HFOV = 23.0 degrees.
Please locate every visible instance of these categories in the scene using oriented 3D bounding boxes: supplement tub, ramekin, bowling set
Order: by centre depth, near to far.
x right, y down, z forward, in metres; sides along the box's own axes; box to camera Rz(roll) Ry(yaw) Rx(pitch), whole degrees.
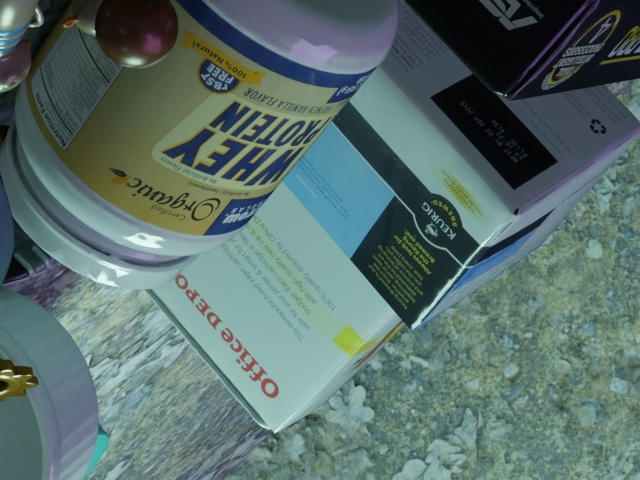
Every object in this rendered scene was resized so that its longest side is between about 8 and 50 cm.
[{"bbox_3d":[-0.192,-0.161,1.057,0.287,0.200,0.154,-28,164,-29],"label":"bowling set"},{"bbox_3d":[-0.109,-0.131,1.290,0.316,0.228,0.228,-49,164,32],"label":"supplement tub"},{"bbox_3d":[-0.351,0.173,1.527,0.277,0.277,0.135,-46,174,21],"label":"ramekin"}]

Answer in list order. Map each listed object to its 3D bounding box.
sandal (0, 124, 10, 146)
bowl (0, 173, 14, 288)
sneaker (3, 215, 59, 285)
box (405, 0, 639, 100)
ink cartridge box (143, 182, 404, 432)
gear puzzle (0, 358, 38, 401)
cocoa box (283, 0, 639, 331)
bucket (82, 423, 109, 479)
[{"bbox_3d":[-0.254,-0.061,1.451,0.049,0.072,0.180,-53,159,7],"label":"sandal"},{"bbox_3d":[-0.322,-0.017,1.019,0.163,0.311,0.311,-53,177,-38],"label":"bowl"},{"bbox_3d":[-0.271,-0.003,1.574,0.228,0.086,0.132,-35,168,-25],"label":"sneaker"},{"bbox_3d":[0.070,-0.263,0.997,0.097,0.395,0.318,-50,165,27],"label":"box"},{"bbox_3d":[0.000,0.000,1.909,0.385,0.279,0.160,-47,167,27],"label":"ink cartridge box"},{"bbox_3d":[-0.403,0.106,1.324,0.339,0.044,0.175,4,153,-23],"label":"gear puzzle"},{"bbox_3d":[0.099,-0.132,1.597,0.231,0.347,0.228,-30,164,-39],"label":"cocoa box"},{"bbox_3d":[-0.387,0.229,1.780,0.281,0.183,0.281,-38,167,-11],"label":"bucket"}]
